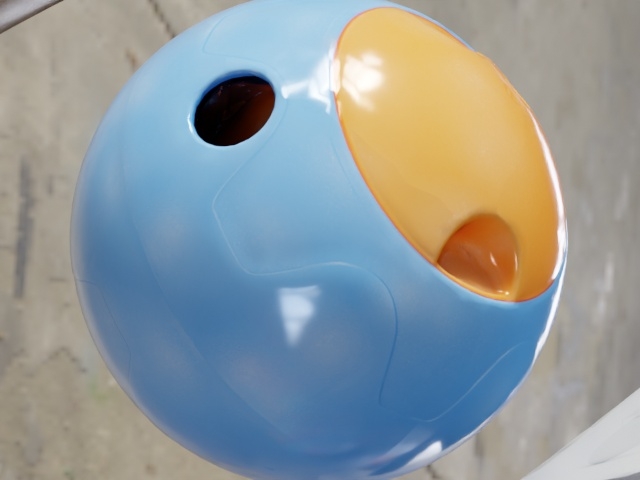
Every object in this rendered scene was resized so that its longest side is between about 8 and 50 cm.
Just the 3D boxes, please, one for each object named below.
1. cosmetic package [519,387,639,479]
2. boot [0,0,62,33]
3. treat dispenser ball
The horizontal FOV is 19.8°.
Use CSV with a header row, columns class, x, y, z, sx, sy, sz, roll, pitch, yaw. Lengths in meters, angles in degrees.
class,x,y,z,sx,sy,sz,roll,pitch,yaw
cosmetic package,0.255,0.141,1.070,0.224,0.224,0.138,-34,91,-28
boot,-0.169,-0.078,0.638,0.305,0.112,0.115,-25,138,-33
treat dispenser ball,0.000,0.000,1.069,0.288,0.288,0.288,3,90,-67
